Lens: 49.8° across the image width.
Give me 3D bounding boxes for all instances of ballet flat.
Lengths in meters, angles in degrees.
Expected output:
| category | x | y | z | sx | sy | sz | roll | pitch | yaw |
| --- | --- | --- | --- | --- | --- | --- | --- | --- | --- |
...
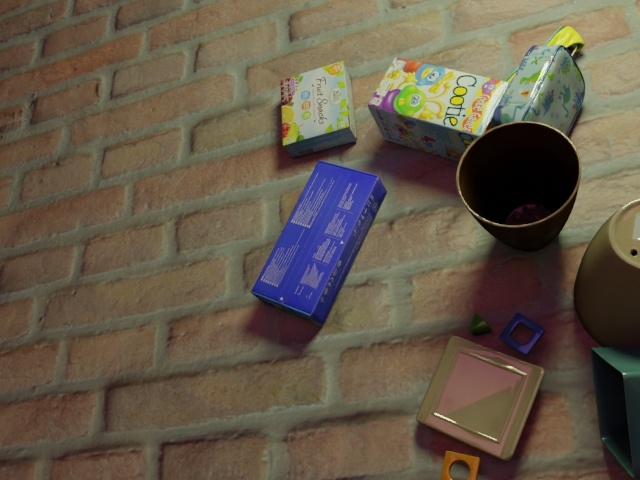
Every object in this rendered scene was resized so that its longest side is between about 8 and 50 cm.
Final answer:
| category | x | y | z | sx | sy | sz | roll | pitch | yaw |
| --- | --- | --- | --- | --- | --- | --- | --- | --- | --- |
| ballet flat | 0.489 | -0.378 | 1.520 | 0.231 | 0.077 | 0.077 | -44 | 71 | -4 |

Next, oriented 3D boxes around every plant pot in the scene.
| category | x | y | z | sx | sy | sz | roll | pitch | yaw |
| --- | --- | --- | --- | --- | --- | --- | --- | --- | --- |
| plant pot | 0.577 | 0.256 | 1.087 | 0.234 | 0.165 | 0.166 | -7 | 94 | 6 |
| plant pot | 0.387 | -0.074 | 1.314 | 0.215 | 0.230 | 0.215 | -9 | 63 | 19 |
| plant pot | 0.555 | 0.043 | 1.159 | 0.256 | 0.274 | 0.257 | -10 | 61 | 18 |

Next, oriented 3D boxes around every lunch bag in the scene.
| category | x | y | z | sx | sy | sz | roll | pitch | yaw |
| --- | --- | --- | --- | --- | --- | --- | --- | --- | --- |
| lunch bag | 0.456 | -0.274 | 1.421 | 0.090 | 0.176 | 0.219 | 14 | 72 | 49 |

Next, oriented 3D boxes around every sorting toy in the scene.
| category | x | y | z | sx | sy | sz | roll | pitch | yaw |
| --- | --- | --- | --- | --- | --- | --- | --- | --- | --- |
| sorting toy | 0.297 | 0.293 | 1.284 | 0.196 | 0.047 | 0.348 | 17 | 73 | 34 |

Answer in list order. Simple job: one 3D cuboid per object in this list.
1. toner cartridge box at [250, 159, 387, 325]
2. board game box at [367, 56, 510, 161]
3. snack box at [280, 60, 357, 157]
| category | x | y | z | sx | sy | sz | roll | pitch | yaw |
| --- | --- | --- | --- | --- | --- | --- | --- | --- | --- |
| toner cartridge box | 0.000 | 0.000 | 1.538 | 0.165 | 0.075 | 0.348 | 18 | 73 | 31 |
| board game box | 0.269 | -0.282 | 1.521 | 0.275 | 0.144 | 0.142 | 22 | 75 | 30 |
| snack box | -0.006 | -0.323 | 1.705 | 0.174 | 0.070 | 0.207 | -12 | 62 | 18 |
